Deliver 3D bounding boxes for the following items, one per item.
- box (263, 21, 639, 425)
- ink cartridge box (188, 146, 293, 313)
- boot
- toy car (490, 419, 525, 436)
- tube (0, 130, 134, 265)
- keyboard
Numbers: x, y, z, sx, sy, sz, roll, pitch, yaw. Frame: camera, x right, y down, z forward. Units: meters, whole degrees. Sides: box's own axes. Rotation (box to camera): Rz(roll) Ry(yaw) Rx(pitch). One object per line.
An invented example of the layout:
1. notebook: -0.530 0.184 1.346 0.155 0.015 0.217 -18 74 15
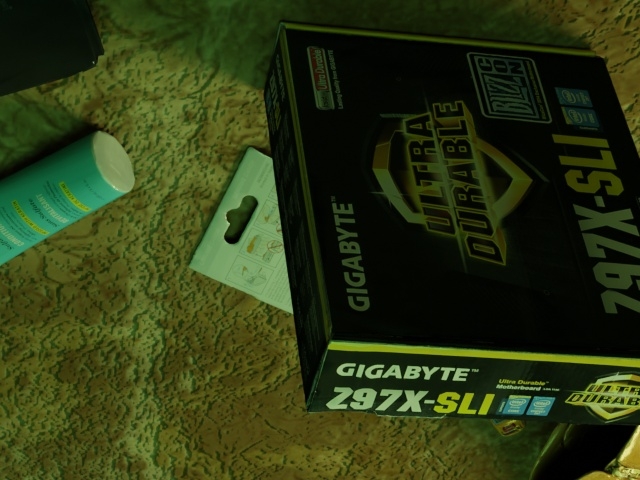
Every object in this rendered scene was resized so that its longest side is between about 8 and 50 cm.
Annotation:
1. box: 0.104 -0.018 1.161 0.257 0.322 0.079 5 134 -13
2. ink cartridge box: 0.000 0.000 1.371 0.179 0.045 0.145 25 128 -6
3. boot: 0.260 0.251 1.568 0.211 0.104 0.295 14 119 -41
4. toy car: 0.209 0.154 1.536 0.122 0.040 0.060 -10 134 2
5. tube: -0.242 -0.020 1.301 0.207 0.052 0.080 -26 121 23
6. keyboard: -0.260 -0.159 1.075 0.202 0.033 0.317 -17 161 -3
